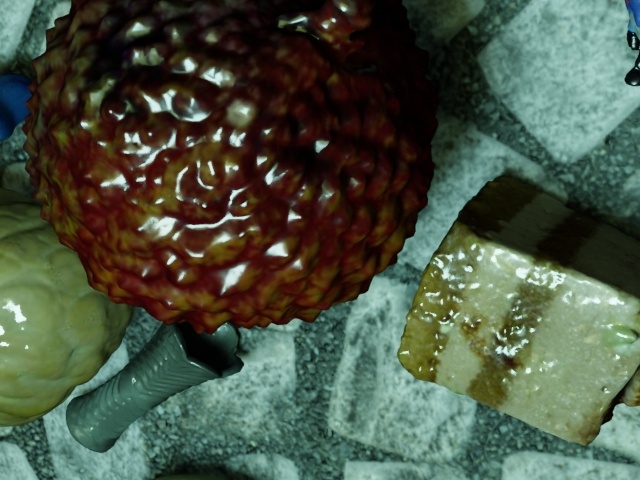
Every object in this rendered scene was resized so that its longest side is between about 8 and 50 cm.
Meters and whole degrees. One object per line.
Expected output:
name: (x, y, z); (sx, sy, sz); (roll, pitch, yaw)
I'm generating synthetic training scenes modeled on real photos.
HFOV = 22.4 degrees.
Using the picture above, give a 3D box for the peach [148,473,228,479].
peach: (-0.151, 0.429, 1.922); (0.292, 0.247, 0.292); (-1, 87, 33)

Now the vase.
vase: (-0.209, 0.169, 1.941); (0.237, 0.115, 0.115); (-37, 92, 32)

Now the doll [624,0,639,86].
doll: (0.331, -0.245, 1.588); (0.096, 0.070, 0.195); (25, 124, 47)

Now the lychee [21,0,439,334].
lychee: (-0.075, -0.116, 1.594); (0.424, 0.424, 0.500); (53, 142, -2)

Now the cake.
cake: (0.250, 0.088, 1.668); (0.293, 0.199, 0.196); (27, 114, 11)

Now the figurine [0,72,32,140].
figurine: (-0.486, -0.114, 1.883); (0.338, 0.283, 0.204); (-14, 83, 0)

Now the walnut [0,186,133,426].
walnut: (-0.365, 0.075, 1.875); (0.296, 0.285, 0.285); (-10, 104, 36)
